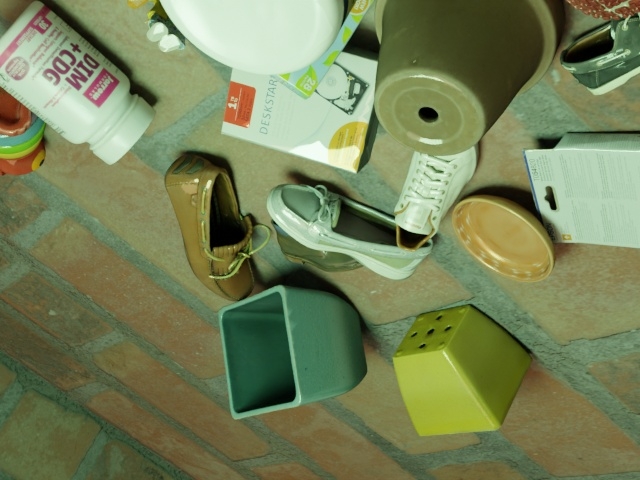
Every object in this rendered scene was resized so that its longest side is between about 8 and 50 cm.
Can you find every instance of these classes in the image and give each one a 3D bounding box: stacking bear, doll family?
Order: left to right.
[{"bbox_3d":[-0.622,-0.230,1.740,0.164,0.175,0.289,23,152,-1],"label":"stacking bear"},{"bbox_3d":[-0.258,-0.386,1.313,0.118,0.163,0.263,-31,123,23],"label":"doll family"}]

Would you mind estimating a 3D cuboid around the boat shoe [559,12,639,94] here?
[{"bbox_3d":[0.412,-0.270,1.115,0.079,0.084,0.233,36,147,-16],"label":"boat shoe"}]

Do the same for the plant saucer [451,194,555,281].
[{"bbox_3d":[0.323,-0.009,1.509,0.200,0.037,0.200,33,154,18],"label":"plant saucer"}]

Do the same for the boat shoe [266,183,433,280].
[{"bbox_3d":[0.055,-0.031,1.621,0.320,0.118,0.103,27,139,-10],"label":"boat shoe"}]

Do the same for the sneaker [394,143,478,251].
[{"bbox_3d":[0.190,-0.083,1.460,0.105,0.123,0.290,21,144,9],"label":"sneaker"}]

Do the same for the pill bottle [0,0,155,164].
[{"bbox_3d":[-0.448,-0.277,1.559,0.283,0.160,0.160,41,142,-22],"label":"pill bottle"}]

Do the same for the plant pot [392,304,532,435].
[{"bbox_3d":[0.275,0.256,1.791,0.212,0.212,0.187,-17,114,44],"label":"plant pot"}]

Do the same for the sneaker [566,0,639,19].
[{"bbox_3d":[0.388,-0.330,1.064,0.225,0.093,0.088,13,166,41],"label":"sneaker"}]

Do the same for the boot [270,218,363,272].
[{"bbox_3d":[0.000,0.000,1.716,0.219,0.082,0.106,3,142,31],"label":"boot"}]

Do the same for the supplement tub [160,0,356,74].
[{"bbox_3d":[-0.037,-0.378,1.043,0.228,0.316,0.228,16,144,12],"label":"supplement tub"}]

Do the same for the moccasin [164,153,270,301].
[{"bbox_3d":[-0.197,-0.012,1.788,0.147,0.139,0.380,16,136,27],"label":"moccasin"}]

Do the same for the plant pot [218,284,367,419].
[{"bbox_3d":[-0.042,0.243,1.897,0.252,0.248,0.247,3,162,-41],"label":"plant pot"}]

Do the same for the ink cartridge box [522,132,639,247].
[{"bbox_3d":[0.452,-0.077,1.373,0.224,0.045,0.223,5,140,30],"label":"ink cartridge box"}]

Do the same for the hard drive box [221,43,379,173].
[{"bbox_3d":[-0.021,-0.228,1.362,0.232,0.089,0.181,17,112,11],"label":"hard drive box"}]

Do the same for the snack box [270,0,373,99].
[{"bbox_3d":[-0.055,-0.331,1.235,0.207,0.174,0.070,33,-179,-10],"label":"snack box"}]

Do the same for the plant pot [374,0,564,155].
[{"bbox_3d":[0.178,-0.240,1.171,0.263,0.229,0.263,16,145,11],"label":"plant pot"}]
